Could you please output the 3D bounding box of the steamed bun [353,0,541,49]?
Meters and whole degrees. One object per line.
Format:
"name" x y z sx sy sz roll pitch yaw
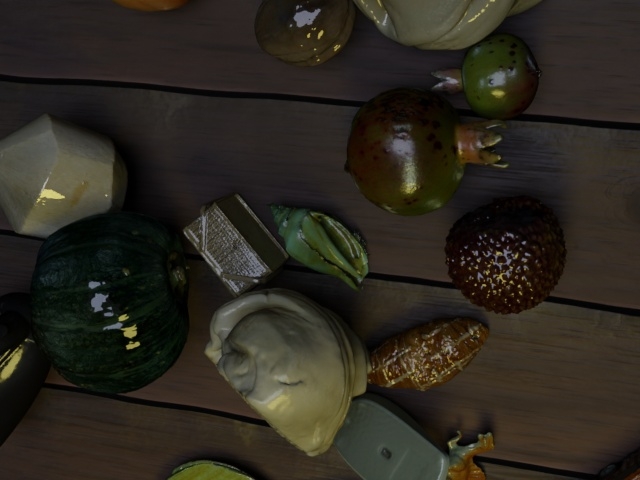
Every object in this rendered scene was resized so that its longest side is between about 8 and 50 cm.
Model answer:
"steamed bun" 0.161 -0.461 1.181 0.342 0.255 0.367 -35 88 19

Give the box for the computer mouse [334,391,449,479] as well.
"computer mouse" 0.114 0.342 1.396 0.231 0.079 0.128 39 102 33

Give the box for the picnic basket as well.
"picnic basket" -0.138 0.007 1.408 0.079 0.115 0.164 -39 88 19

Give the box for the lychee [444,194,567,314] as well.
"lychee" 0.279 0.027 1.279 0.188 0.188 0.188 2 100 14

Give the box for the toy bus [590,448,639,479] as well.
"toy bus" 0.414 0.456 1.359 0.409 0.092 0.093 -41 86 16

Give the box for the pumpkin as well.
"pumpkin" -0.343 0.125 1.374 0.263 0.197 0.293 -7 130 -1

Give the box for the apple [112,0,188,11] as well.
"apple" -0.278 -0.444 1.331 0.199 0.199 0.199 2 100 14

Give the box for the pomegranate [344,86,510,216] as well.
"pomegranate" 0.152 -0.122 1.264 0.246 0.198 0.198 28 106 26

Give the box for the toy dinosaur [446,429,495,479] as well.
"toy dinosaur" 0.221 0.407 1.429 0.142 0.057 0.212 -7 118 -2

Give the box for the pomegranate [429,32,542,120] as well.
"pomegranate" 0.250 -0.233 1.269 0.159 0.129 0.129 -28 92 41

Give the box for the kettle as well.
"kettle" -0.581 0.224 1.478 0.207 0.268 0.290 42 106 -2

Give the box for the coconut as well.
"coconut" -0.439 -0.102 1.402 0.222 0.202 0.202 15 107 -30

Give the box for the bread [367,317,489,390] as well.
"bread" 0.164 0.193 1.387 0.233 0.076 0.105 -21 92 18

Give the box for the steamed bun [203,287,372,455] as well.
"steamed bun" -0.040 0.184 1.331 0.203 0.289 0.276 -45 60 -11

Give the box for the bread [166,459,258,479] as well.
"bread" -0.184 0.539 1.547 0.301 0.045 0.301 3 99 16

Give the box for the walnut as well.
"walnut" -0.023 -0.337 1.305 0.162 0.140 0.140 -35 90 23

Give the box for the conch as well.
"conch" -0.003 0.000 1.395 0.201 0.079 0.095 27 92 -9
